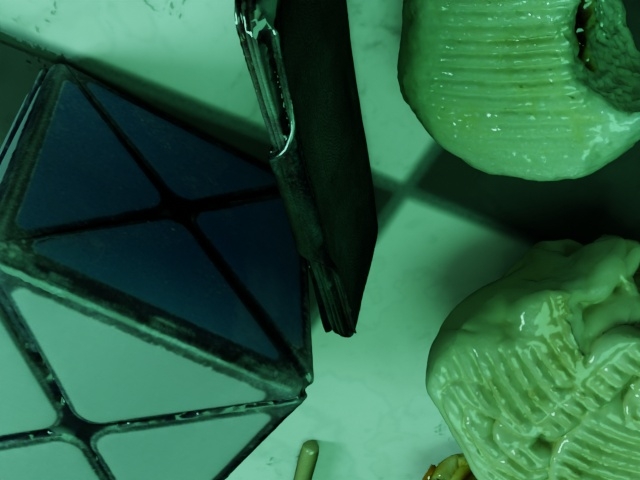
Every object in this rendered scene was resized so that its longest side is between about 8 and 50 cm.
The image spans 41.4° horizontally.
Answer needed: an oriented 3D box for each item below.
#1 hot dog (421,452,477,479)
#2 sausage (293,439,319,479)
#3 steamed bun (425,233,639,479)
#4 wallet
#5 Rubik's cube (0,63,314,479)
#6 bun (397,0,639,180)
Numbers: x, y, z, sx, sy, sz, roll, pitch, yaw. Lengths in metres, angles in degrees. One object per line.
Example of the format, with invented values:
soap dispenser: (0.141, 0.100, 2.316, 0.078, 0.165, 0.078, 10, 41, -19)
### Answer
hot dog: (0.182, 0.415, 1.100, 0.117, 0.158, 0.349, 0, 137, 20)
sausage: (-0.022, 0.298, 1.062, 0.024, 0.024, 0.132, 5, 129, -9)
steamed bun: (0.270, 0.121, 0.821, 0.289, 0.203, 0.276, -26, 102, 15)
wallet: (0.000, -0.079, 0.648, 0.045, 0.172, 0.318, 1, 133, 15)
Rubik's cube: (-0.178, 0.056, 0.696, 0.260, 0.259, 0.255, 28, 122, -21)
bun: (0.162, -0.151, 0.622, 0.204, 0.126, 0.212, 23, 124, 10)
